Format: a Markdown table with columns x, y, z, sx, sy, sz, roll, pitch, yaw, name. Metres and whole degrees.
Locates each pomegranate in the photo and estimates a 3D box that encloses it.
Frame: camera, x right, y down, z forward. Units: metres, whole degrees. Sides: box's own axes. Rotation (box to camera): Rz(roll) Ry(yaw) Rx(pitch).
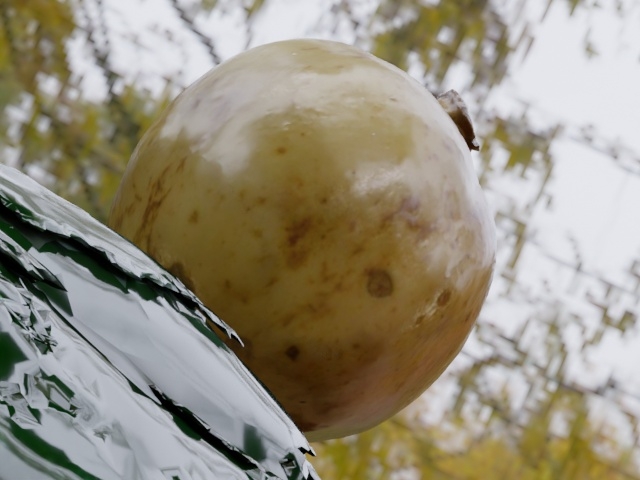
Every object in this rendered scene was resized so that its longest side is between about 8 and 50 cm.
| x | y | z | sx | sy | sz | roll | pitch | yaw | name |
| --- | --- | --- | --- | --- | --- | --- | --- | --- | --- |
| 0.000 | 0.000 | 1.034 | 0.215 | 0.215 | 0.215 | 25 | -10 | 5 | pomegranate |

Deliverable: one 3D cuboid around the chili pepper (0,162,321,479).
| x | y | z | sx | sy | sz | roll | pitch | yaw | name |
| --- | --- | --- | --- | --- | --- | --- | --- | --- | --- |
| -0.112 | 0.099 | 0.414 | 0.256 | 0.248 | 0.233 | 34 | -4 | -4 | chili pepper |
